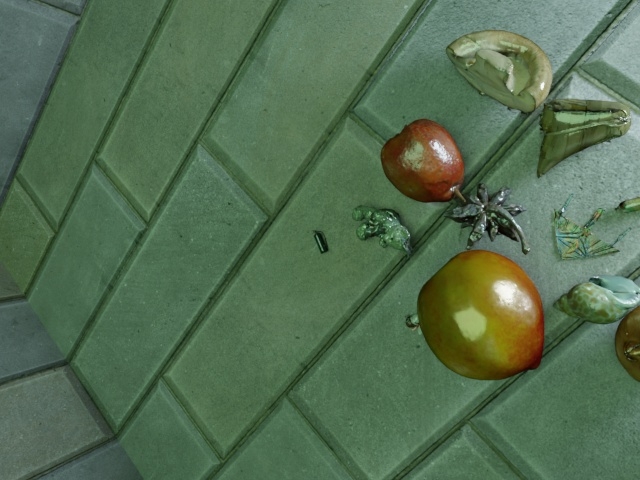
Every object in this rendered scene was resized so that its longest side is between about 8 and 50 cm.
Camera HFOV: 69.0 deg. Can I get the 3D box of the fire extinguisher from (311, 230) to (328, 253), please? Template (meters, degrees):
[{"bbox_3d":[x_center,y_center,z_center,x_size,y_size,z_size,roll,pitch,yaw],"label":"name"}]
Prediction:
[{"bbox_3d":[0.000,0.000,1.533,0.038,0.025,0.083,-22,81,-10],"label":"fire extinguisher"}]

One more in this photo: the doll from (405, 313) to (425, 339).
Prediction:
[{"bbox_3d":[0.289,0.257,1.387,0.058,0.040,0.085,-26,81,17],"label":"doll"}]

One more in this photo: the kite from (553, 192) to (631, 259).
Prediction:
[{"bbox_3d":[0.661,-0.015,1.177,0.183,0.010,0.160,39,110,21],"label":"kite"}]

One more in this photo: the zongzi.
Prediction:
[{"bbox_3d":[0.632,-0.241,1.132,0.195,0.099,0.197,11,109,28],"label":"zongzi"}]

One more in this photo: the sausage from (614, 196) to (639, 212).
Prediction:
[{"bbox_3d":[0.829,-0.105,1.065,0.269,0.033,0.032,-13,87,29],"label":"sausage"}]

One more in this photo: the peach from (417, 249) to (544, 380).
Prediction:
[{"bbox_3d":[0.406,0.194,1.169,0.308,0.308,0.332,-48,67,23],"label":"peach"}]

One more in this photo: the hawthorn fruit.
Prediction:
[{"bbox_3d":[0.293,-0.193,1.258,0.210,0.210,0.262,-43,81,24],"label":"hawthorn fruit"}]

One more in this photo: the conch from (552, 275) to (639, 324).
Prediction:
[{"bbox_3d":[0.677,0.149,1.130,0.173,0.106,0.116,-20,48,9],"label":"conch"}]

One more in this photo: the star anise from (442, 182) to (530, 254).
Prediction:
[{"bbox_3d":[0.448,-0.061,1.219,0.231,0.089,0.209,20,74,25],"label":"star anise"}]

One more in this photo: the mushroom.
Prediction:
[{"bbox_3d":[0.470,-0.455,1.182,0.286,0.156,0.151,43,92,20],"label":"mushroom"}]

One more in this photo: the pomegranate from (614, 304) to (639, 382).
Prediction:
[{"bbox_3d":[0.772,0.239,1.030,0.209,0.209,0.209,2,95,29],"label":"pomegranate"}]

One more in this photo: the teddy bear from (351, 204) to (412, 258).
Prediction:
[{"bbox_3d":[0.201,-0.035,1.378,0.213,0.111,0.133,29,149,34],"label":"teddy bear"}]
